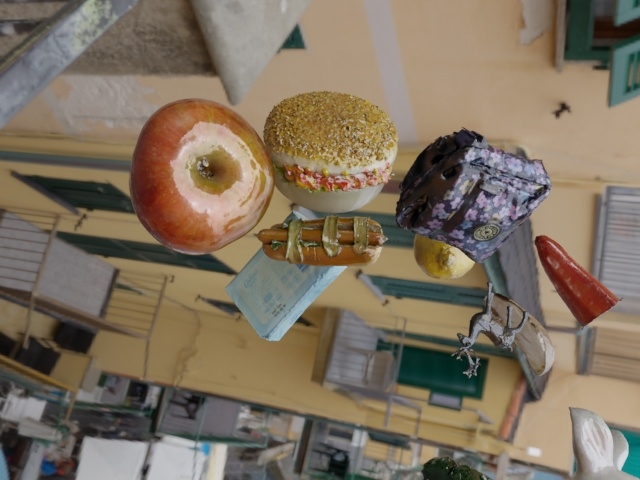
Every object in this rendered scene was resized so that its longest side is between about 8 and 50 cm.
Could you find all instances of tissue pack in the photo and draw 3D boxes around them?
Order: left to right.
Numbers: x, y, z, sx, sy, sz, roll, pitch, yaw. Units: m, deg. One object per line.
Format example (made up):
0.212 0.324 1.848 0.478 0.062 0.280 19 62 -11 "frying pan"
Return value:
-0.080 0.085 1.633 0.263 0.177 0.089 -49 153 14 "tissue pack"

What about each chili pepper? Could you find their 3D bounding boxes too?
0.279 0.519 1.296 0.261 0.173 0.165 47 50 -26 "chili pepper"
0.417 0.058 1.169 0.065 0.169 0.088 -27 163 -36 "chili pepper"

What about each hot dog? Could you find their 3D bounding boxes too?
0.000 0.000 1.385 0.072 0.269 0.109 81 11 -53 "hot dog"

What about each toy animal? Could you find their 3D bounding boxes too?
0.437 0.476 1.140 0.196 0.241 0.368 38 68 -45 "toy animal"

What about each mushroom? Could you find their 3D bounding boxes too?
0.447 0.199 1.528 0.094 0.072 0.210 26 27 -50 "mushroom"

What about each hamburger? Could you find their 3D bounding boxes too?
0.021 -0.192 1.407 0.179 0.276 0.294 99 -17 -45 "hamburger"

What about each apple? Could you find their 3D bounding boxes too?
-0.200 -0.102 1.117 0.242 0.241 0.242 0 91 -24 "apple"

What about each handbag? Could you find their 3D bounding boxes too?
0.232 -0.070 1.108 0.229 0.207 0.127 -50 -145 44 "handbag"

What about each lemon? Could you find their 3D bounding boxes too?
0.364 0.021 2.043 0.257 0.188 0.188 -78 165 -65 "lemon"

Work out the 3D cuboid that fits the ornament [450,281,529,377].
0.206 0.118 0.854 0.125 0.073 0.028 -56 -170 -32 "ornament"
